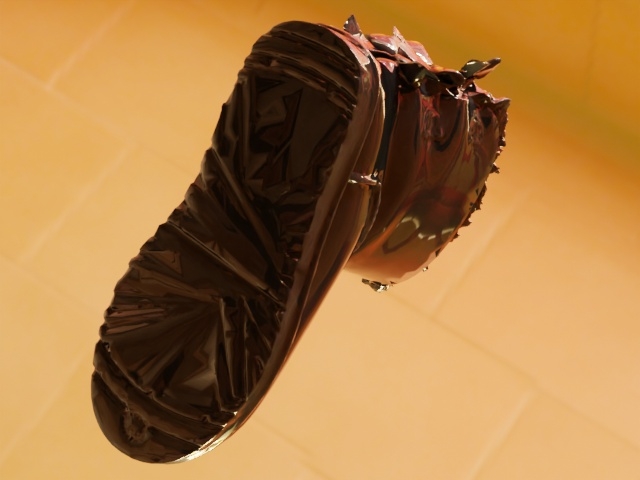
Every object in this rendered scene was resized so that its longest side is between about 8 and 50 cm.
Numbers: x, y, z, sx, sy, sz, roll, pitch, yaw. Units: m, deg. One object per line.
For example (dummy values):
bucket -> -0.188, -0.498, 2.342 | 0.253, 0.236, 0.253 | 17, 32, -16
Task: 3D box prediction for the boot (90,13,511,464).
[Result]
boot -> -0.001, 0.000, 0.465 | 0.121, 0.045, 0.099 | -65, -23, 8
